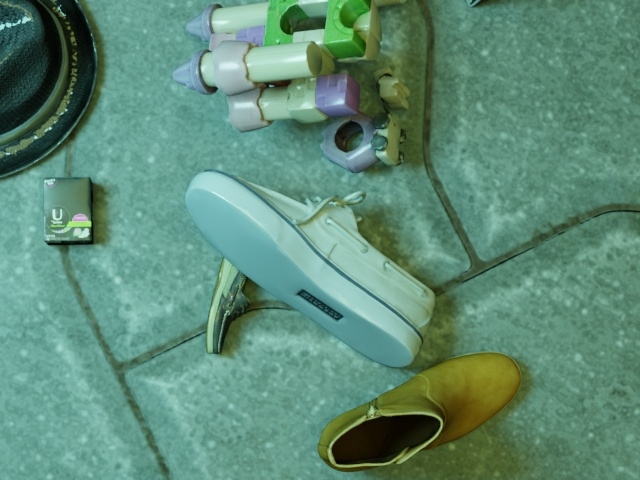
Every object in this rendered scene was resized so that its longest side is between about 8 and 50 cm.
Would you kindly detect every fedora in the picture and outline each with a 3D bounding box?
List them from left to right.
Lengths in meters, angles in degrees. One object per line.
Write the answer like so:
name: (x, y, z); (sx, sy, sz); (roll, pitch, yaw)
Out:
fedora: (-0.451, -0.229, 1.604); (0.334, 0.152, 0.334); (1, 85, -6)

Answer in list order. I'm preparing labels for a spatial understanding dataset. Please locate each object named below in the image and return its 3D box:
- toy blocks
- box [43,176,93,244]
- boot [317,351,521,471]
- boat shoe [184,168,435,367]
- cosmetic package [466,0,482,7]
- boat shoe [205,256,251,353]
toy blocks: (-0.059, -0.262, 1.642); (0.260, 0.309, 0.288); (-3, 70, 26)
box: (-0.324, -0.038, 1.648); (0.062, 0.052, 0.083); (-1, 84, -7)
boot: (0.138, 0.219, 1.590); (0.295, 0.211, 0.104); (-21, 88, -8)
boat shoe: (0.005, -0.002, 1.632); (0.367, 0.136, 0.156); (36, 60, -12)
cosmetic package: (0.320, -0.436, 1.706); (0.296, 0.153, 0.129); (-25, 89, -6)
boat shoe: (-0.114, 0.075, 1.657); (0.049, 0.056, 0.152); (12, 83, 1)
